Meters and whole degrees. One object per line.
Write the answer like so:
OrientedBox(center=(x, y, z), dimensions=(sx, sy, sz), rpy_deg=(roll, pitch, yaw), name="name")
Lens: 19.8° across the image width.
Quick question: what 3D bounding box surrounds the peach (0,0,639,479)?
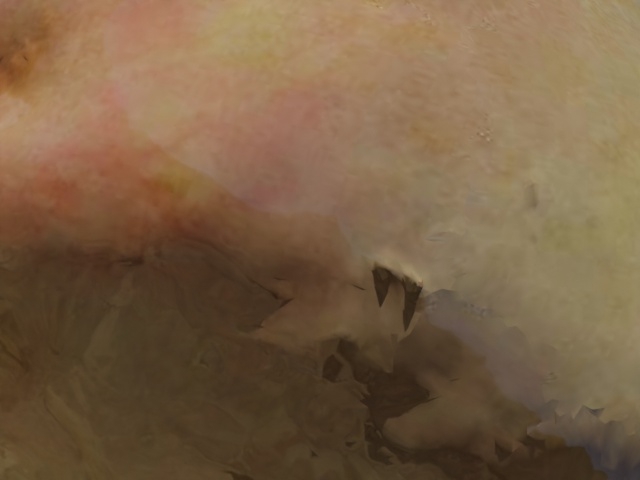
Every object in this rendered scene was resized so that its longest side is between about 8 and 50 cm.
OrientedBox(center=(-0.001, -0.001, 0.538), dimensions=(0.247, 0.292, 0.292), rpy_deg=(-12, -47, 26), name="peach")
